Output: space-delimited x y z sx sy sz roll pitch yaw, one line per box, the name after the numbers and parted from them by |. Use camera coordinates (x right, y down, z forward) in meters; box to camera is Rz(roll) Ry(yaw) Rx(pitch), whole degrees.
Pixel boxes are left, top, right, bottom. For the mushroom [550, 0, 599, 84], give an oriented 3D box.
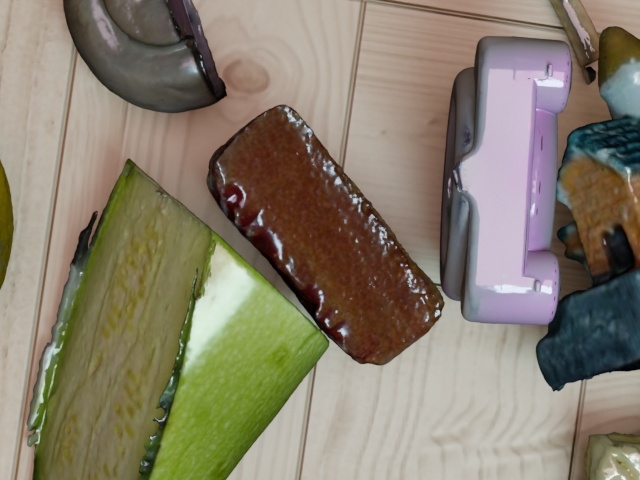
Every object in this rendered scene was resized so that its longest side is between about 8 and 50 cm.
0.205 -0.227 1.269 0.060 0.061 0.187 -39 97 -10 | mushroom

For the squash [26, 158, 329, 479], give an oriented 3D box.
-0.166 0.131 1.149 0.309 0.234 0.210 -47 127 -4 | squash

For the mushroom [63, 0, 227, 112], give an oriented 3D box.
-0.156 -0.189 1.195 0.117 0.141 0.188 -25 89 17 | mushroom

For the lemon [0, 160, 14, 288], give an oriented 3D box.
-0.352 -0.008 1.136 0.204 0.204 0.260 9 91 -6 | lemon

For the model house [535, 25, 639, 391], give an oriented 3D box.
0.281 -0.038 1.194 0.253 0.184 0.291 -12 83 -31 | model house

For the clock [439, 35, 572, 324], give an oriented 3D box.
0.146 -0.045 1.161 0.090 0.248 0.227 4 89 2 | clock

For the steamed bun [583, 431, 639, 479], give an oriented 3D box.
0.337 0.268 1.238 0.296 0.137 0.292 -7 94 2 | steamed bun

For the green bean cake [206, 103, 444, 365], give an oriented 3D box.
0.000 0.000 1.176 0.097 0.198 0.232 -40 98 -3 | green bean cake
